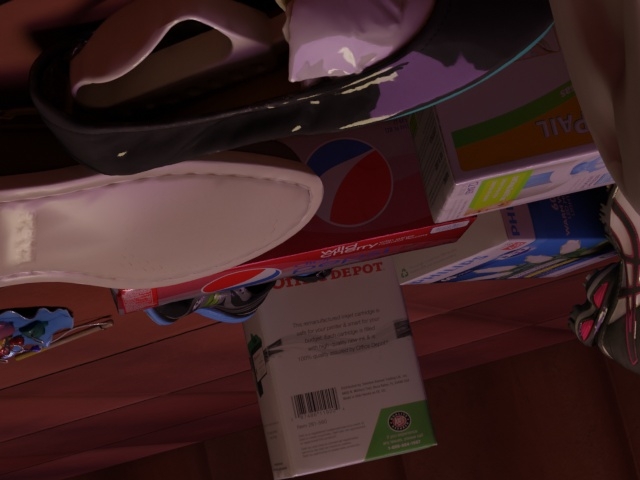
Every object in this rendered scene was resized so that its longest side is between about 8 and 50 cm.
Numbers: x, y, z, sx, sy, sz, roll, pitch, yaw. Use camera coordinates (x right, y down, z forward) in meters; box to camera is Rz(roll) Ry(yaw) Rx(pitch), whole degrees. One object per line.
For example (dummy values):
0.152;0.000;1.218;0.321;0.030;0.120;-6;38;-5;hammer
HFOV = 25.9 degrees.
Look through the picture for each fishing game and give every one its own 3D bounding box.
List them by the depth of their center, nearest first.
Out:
-0.343;0.111;1.419;0.189;0.041;0.264;-20;167;19;fishing game

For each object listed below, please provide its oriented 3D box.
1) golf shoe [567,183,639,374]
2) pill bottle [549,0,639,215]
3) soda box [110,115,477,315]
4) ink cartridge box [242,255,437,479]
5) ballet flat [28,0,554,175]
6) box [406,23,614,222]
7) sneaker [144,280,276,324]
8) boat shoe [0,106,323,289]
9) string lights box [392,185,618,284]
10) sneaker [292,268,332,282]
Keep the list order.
0.318;0.011;1.267;0.105;0.120;0.273;-24;138;-29;golf shoe
0.257;-0.151;0.391;0.392;0.224;0.224;-14;169;5;pill bottle
-0.028;-0.023;1.003;0.263;0.092;0.083;-12;169;-9;soda box
0.012;0.125;1.447;0.160;0.219;0.092;-9;171;-18;ink cartridge box
-0.022;-0.096;0.679;0.280;0.095;0.096;-18;156;20;ballet flat
0.162;-0.091;0.864;0.203;0.103;0.114;-13;169;-4;box
-0.111;0.036;1.300;0.078;0.067;0.188;-44;153;26;sneaker
-0.154;-0.030;0.817;0.324;0.097;0.117;-9;141;-26;boat shoe
0.195;-0.015;1.334;0.133;0.077;0.259;-24;164;41;string lights box
0.000;-0.001;1.218;0.152;0.058;0.084;-16;163;34;sneaker
